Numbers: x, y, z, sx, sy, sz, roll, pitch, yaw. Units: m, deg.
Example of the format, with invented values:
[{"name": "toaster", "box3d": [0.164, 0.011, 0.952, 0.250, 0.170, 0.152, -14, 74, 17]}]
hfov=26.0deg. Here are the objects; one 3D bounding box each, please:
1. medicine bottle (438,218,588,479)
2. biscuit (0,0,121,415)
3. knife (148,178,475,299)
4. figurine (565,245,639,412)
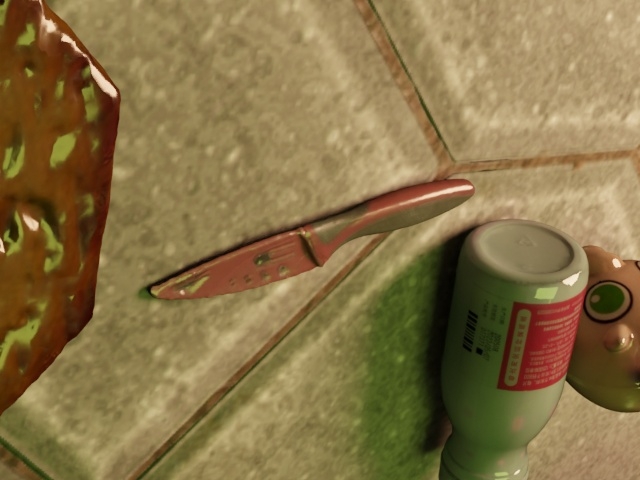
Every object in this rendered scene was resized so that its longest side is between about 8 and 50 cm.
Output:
[{"name": "medicine bottle", "box3d": [0.132, 0.095, 1.005, 0.090, 0.090, 0.216, -18, 130, -33]}, {"name": "biscuit", "box3d": [-0.249, -0.001, 0.625, 0.359, 0.046, 0.359, -23, 132, -28]}, {"name": "knife", "box3d": [0.000, 0.000, 0.877, 0.247, 0.018, 0.035, -19, 132, -29]}, {"name": "figurine", "box3d": [0.230, 0.067, 1.040, 0.125, 0.138, 0.125, -19, 125, -29]}]
